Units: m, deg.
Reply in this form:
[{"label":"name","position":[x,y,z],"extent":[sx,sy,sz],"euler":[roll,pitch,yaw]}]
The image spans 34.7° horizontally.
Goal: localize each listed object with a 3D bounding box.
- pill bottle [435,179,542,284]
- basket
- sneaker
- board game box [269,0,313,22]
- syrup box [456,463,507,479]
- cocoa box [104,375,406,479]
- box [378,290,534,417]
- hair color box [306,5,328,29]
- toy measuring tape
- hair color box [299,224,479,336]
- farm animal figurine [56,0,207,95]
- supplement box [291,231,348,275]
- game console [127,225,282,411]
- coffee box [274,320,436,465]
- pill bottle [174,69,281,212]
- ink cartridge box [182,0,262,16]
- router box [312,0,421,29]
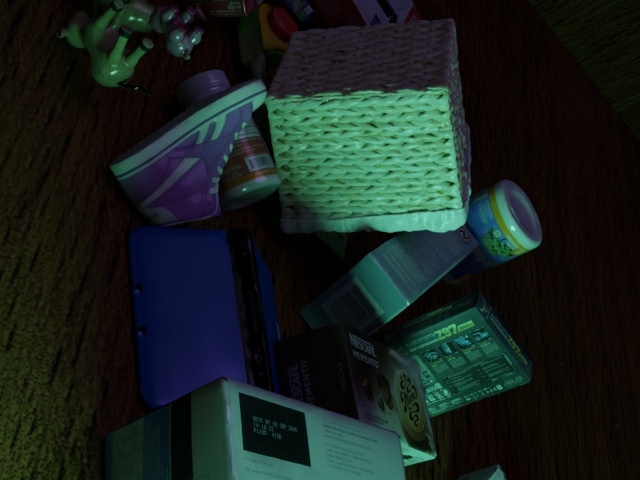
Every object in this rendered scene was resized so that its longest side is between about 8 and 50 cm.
[{"label":"pill bottle","position":[0.297,-0.001,2.082],"extent":[0.152,0.272,0.152],"euler":[36,38,-35]},{"label":"basket","position":[0.095,-0.204,1.802],"extent":[0.328,0.331,0.266],"euler":[-75,161,-55]},{"label":"sneaker","position":[-0.173,-0.126,1.583],"extent":[0.282,0.102,0.161],"euler":[-38,107,-19]},{"label":"board game box","position":[-0.090,-0.494,2.032],"extent":[0.136,0.035,0.201],"euler":[50,-4,-19]},{"label":"syrup box","position":[0.327,0.540,1.862],"extent":[0.093,0.096,0.237],"euler":[-24,87,-57]},{"label":"cocoa box","position":[-0.073,0.348,1.298],"extent":[0.347,0.228,0.231],"euler":[27,45,-44]},{"label":"box","position":[0.243,0.212,1.871],"extent":[0.183,0.233,0.059],"euler":[50,35,-16]},{"label":"hair color box","position":[0.022,-0.518,2.289],"extent":[0.043,0.072,0.141],"euler":[52,31,-23]},{"label":"toy measuring tape","position":[-0.092,-0.340,1.942],"extent":[0.121,0.121,0.330],"euler":[24,47,-45]},{"label":"hair color box","position":[0.135,0.064,1.864],"extent":[0.113,0.185,0.374],"euler":[52,30,5]},{"label":"farm animal figurine","position":[-0.324,-0.389,1.604],"extent":[0.327,0.172,0.330],"euler":[43,41,-7]},{"label":"supplement box","position":[0.000,0.000,1.854],"extent":[0.083,0.056,0.083],"euler":[44,35,-26]},{"label":"game console","position":[-0.161,0.140,1.534],"extent":[0.250,0.173,0.293],"euler":[70,9,-62]},{"label":"coffee box","position":[0.060,0.250,1.591],"extent":[0.297,0.119,0.168],"euler":[35,41,-56]},{"label":"pill bottle","position":[-0.159,-0.165,1.692],"extent":[0.121,0.121,0.216],"euler":[-10,73,-58]},{"label":"ink cartridge box","position":[-0.182,-0.511,1.862],"extent":[0.128,0.127,0.176],"euler":[-59,147,-54]},{"label":"router box","position":[0.092,-0.539,2.260],"extent":[0.301,0.082,0.335],"euler":[56,30,-21]}]
